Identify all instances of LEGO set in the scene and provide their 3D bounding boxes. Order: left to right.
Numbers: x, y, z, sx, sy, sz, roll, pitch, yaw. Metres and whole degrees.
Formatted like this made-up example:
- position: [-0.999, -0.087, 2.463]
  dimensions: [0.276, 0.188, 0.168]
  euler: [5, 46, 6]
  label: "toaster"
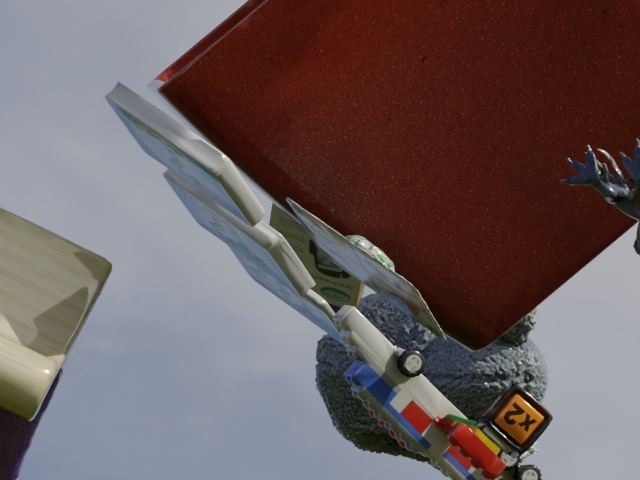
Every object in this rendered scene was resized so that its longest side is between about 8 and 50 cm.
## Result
- position: [0.008, 0.046, 0.858]
  dimensions: [0.060, 0.244, 0.182]
  euler: [-48, -34, -10]
  label: "LEGO set"

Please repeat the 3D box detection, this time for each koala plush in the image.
- position: [0.126, 0.128, 1.807]
  dimensions: [0.203, 0.196, 0.221]
  euler: [8, -3, -31]
  label: "koala plush"

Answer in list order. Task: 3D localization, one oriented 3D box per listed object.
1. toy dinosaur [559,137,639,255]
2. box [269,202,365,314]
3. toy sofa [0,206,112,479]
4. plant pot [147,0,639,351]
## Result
- position: [0.123, -0.014, 0.731]
  dimensions: [0.047, 0.090, 0.082]
  euler: [-21, -30, 29]
  label: "toy dinosaur"
- position: [0.000, 0.000, 1.523]
  dimensions: [0.081, 0.028, 0.136]
  euler: [18, -44, 8]
  label: "box"
- position: [-0.240, 0.149, 0.908]
  dimensions: [0.150, 0.177, 0.362]
  euler: [26, -58, -3]
  label: "toy sofa"
- position: [0.076, -0.087, 1.175]
  dimensions: [0.267, 0.236, 0.267]
  euler: [-40, 7, -2]
  label: "plant pot"
